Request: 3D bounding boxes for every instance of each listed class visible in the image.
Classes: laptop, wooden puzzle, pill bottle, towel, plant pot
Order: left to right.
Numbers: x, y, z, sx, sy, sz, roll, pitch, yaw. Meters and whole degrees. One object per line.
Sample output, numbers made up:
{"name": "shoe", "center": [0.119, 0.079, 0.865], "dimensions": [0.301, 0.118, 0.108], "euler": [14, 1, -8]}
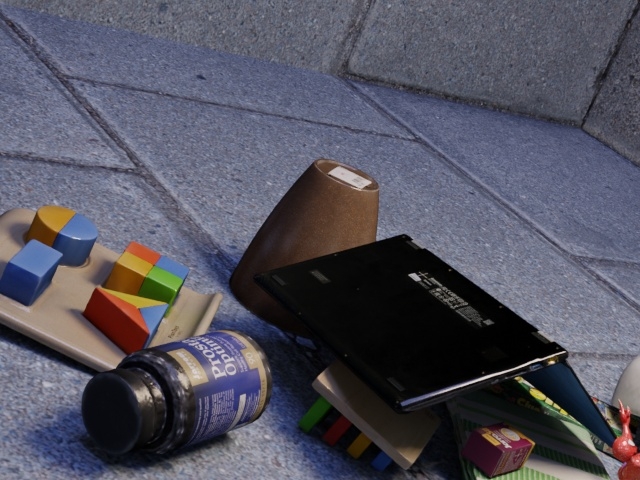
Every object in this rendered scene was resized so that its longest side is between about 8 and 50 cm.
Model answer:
{"name": "wooden puzzle", "center": [-0.313, 0.054, 1.714], "dimensions": [0.347, 0.081, 0.322], "euler": [22, 20, -1]}
{"name": "pill bottle", "center": [-0.166, 0.179, 1.486], "dimensions": [0.122, 0.123, 0.219], "euler": [34, 24, 28]}
{"name": "plant pot", "center": [0.000, 0.000, 1.968], "dimensions": [0.215, 0.230, 0.215], "euler": [20, 20, -8]}
{"name": "laptop", "center": [0.172, 0.178, 1.801], "dimensions": [0.407, 0.236, 0.382], "euler": [-14, 30, -27]}
{"name": "towel", "center": [0.294, 0.315, 1.767], "dimensions": [0.247, 0.038, 0.325], "euler": [20, 19, -10]}

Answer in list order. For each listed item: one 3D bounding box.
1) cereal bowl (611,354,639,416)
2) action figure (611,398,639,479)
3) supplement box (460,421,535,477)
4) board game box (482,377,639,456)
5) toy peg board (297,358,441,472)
{"name": "cereal bowl", "center": [0.640, 0.242, 2.010], "dimensions": [0.338, 0.141, 0.339], "euler": [15, 0, 0]}
{"name": "action figure", "center": [0.496, 0.305, 1.756], "dimensions": [0.280, 0.091, 0.139], "euler": [30, 55, -29]}
{"name": "supplement box", "center": [0.233, 0.273, 1.680], "dimensions": [0.055, 0.043, 0.083], "euler": [36, 23, 32]}
{"name": "board game box", "center": [0.373, 0.255, 2.013], "dimensions": [0.259, 0.030, 0.136], "euler": [26, 22, 10]}
{"name": "toy peg board", "center": [0.058, 0.235, 1.685], "dimensions": [0.160, 0.079, 0.161], "euler": [42, 22, 6]}
